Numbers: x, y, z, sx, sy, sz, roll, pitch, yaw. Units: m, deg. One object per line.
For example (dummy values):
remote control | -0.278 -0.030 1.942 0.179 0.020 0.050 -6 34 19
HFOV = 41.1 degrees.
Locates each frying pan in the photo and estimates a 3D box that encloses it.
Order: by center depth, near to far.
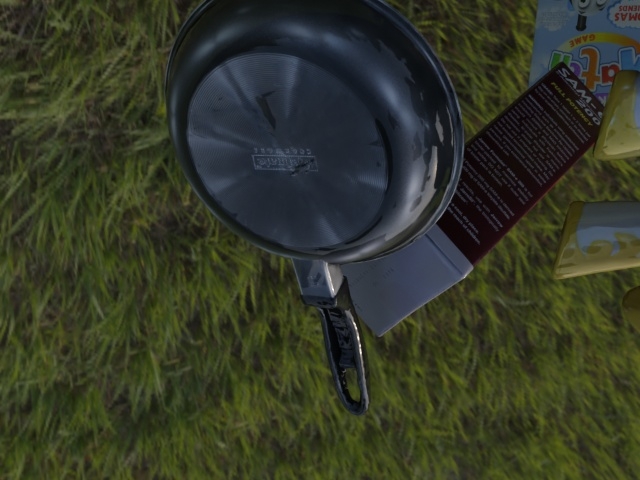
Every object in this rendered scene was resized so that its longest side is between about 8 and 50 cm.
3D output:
frying pan | -0.027 -0.013 0.559 0.197 0.053 0.326 23 128 9

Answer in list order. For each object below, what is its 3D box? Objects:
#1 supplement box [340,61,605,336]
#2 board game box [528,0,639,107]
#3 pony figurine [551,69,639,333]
supplement box | 0.122 -0.036 0.685 0.239 0.073 0.130 -40 177 -35
board game box | 0.282 -0.221 0.808 0.039 0.160 0.211 -6 104 -43
pony figurine | 0.321 -0.049 0.395 0.363 0.303 0.351 15 123 14
